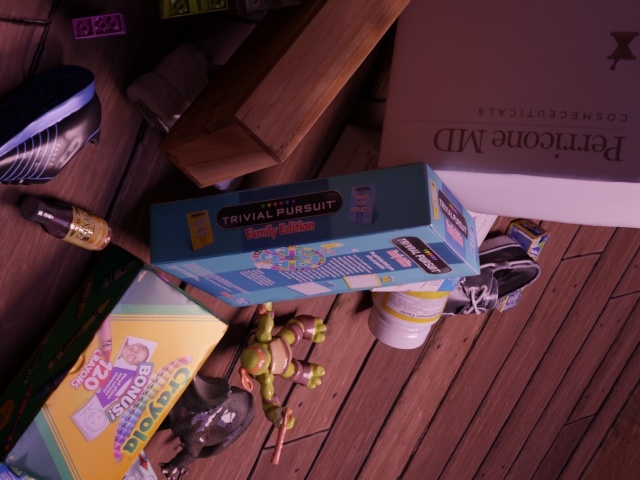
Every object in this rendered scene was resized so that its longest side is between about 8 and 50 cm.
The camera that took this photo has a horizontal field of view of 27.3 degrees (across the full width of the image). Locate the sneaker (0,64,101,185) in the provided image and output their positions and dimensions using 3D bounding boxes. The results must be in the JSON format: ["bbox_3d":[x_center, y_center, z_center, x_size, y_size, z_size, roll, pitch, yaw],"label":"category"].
[{"bbox_3d":[-0.308,-0.084,1.295,0.232,0.081,0.090,-34,140,-31],"label":"sneaker"}]

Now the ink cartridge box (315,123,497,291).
[{"bbox_3d":[0.112,-0.040,1.856,0.233,0.168,0.171,3,120,-56],"label":"ink cartridge box"}]

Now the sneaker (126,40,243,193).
[{"bbox_3d":[-0.123,-0.138,1.495,0.115,0.090,0.232,-50,152,-10],"label":"sneaker"}]

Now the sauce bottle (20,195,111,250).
[{"bbox_3d":[-0.280,-0.020,1.448,0.042,0.042,0.128,-55,153,6],"label":"sauce bottle"}]

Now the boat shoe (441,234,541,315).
[{"bbox_3d":[0.258,0.080,2.260,0.301,0.102,0.108,-18,135,-39],"label":"boat shoe"}]

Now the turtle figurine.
[{"bbox_3d":[-0.064,0.178,1.884,0.217,0.087,0.269,4,76,-68],"label":"turtle figurine"}]

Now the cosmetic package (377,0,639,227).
[{"bbox_3d":[0.305,-0.235,1.606,0.327,0.330,0.393,19,78,-60],"label":"cosmetic package"}]

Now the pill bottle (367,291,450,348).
[{"bbox_3d":[0.149,0.061,2.076,0.119,0.119,0.208,-20,139,-44],"label":"pill bottle"}]

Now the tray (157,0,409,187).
[{"bbox_3d":[0.009,-0.240,1.384,0.076,0.203,0.411,45,67,-17],"label":"tray"}]

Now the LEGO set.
[{"bbox_3d":[-0.145,-0.259,1.324,0.227,0.093,0.087,-11,99,-15],"label":"LEGO set"}]

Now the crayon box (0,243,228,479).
[{"bbox_3d":[-0.257,0.165,1.577,0.278,0.081,0.165,-55,133,-6],"label":"crayon box"}]

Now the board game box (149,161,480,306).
[{"bbox_3d":[0.000,0.000,1.594,0.254,0.336,0.079,37,47,-67],"label":"board game box"}]

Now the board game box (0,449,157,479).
[{"bbox_3d":[-0.339,0.306,1.729,0.213,0.046,0.317,-42,150,-19],"label":"board game box"}]

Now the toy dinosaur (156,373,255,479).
[{"bbox_3d":[-0.153,0.253,1.854,0.160,0.121,0.313,-36,150,10],"label":"toy dinosaur"}]

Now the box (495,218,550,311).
[{"bbox_3d":[0.354,0.045,2.411,0.054,0.059,0.168,-17,136,-47],"label":"box"}]
